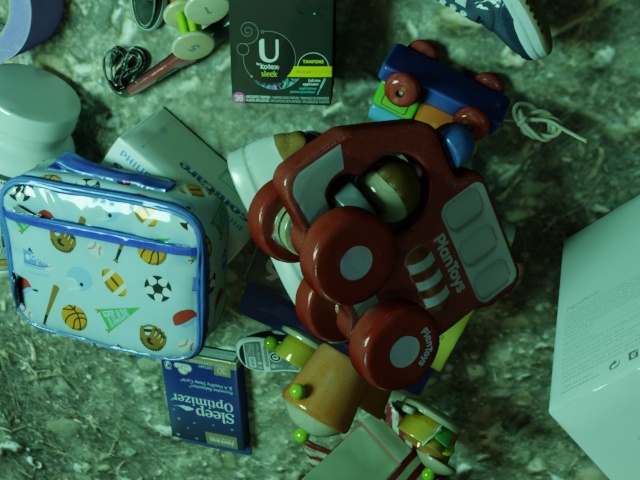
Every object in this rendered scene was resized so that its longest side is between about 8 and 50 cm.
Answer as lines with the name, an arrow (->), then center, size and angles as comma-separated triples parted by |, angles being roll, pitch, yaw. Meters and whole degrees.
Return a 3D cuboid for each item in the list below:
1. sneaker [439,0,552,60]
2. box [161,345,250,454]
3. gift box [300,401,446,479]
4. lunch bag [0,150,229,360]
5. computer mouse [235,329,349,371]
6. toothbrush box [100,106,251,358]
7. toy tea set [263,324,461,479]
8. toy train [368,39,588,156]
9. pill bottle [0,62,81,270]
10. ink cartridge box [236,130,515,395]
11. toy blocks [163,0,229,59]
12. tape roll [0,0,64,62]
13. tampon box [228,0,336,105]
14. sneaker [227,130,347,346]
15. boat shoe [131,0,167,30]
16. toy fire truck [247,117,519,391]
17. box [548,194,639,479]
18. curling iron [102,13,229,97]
sneaker -> 0.124, -0.289, 0.899 | 0.153, 0.099, 0.282 | -32, 98, 26
box -> -0.189, 0.275, 1.377 | 0.136, 0.036, 0.225 | 7, 122, 15
gift box -> 0.049, 0.417, 1.251 | 0.276, 0.258, 0.255 | 51, 126, 11
lunch bag -> -0.270, 0.017, 1.060 | 0.303, 0.115, 0.243 | 11, 119, 12
computer mouse -> -0.033, 0.165, 1.257 | 0.192, 0.042, 0.106 | 4, 125, 11
toothbrush box -> -0.243, -0.005, 1.178 | 0.216, 0.126, 0.295 | 40, 124, -5
toy tea set -> 0.064, 0.246, 1.114 | 0.336, 0.200, 0.124 | 33, 83, -15
toy train -> 0.171, -0.121, 0.987 | 0.248, 0.105, 0.143 | 27, 134, 2
pill bottle -> -0.445, -0.101, 1.172 | 0.162, 0.162, 0.278 | 32, 124, -1
ink cartridge box -> 0.058, 0.051, 1.120 | 0.303, 0.072, 0.307 | 24, 114, 3
toy blocks -> -0.159, -0.313, 0.992 | 0.054, 0.148, 0.123 | -4, 157, -25
tape roll -> -0.441, -0.334, 1.085 | 0.189, 0.080, 0.189 | 9, 122, 14
tampon box -> -0.042, -0.252, 0.964 | 0.120, 0.101, 0.161 | 1, 120, 2
sneaker -> 0.000, 0.000, 1.023 | 0.123, 0.106, 0.290 | -24, 112, 7
boat shoe -> -0.219, -0.330, 1.032 | 0.049, 0.040, 0.142 | 17, 123, 9
toy fire truck -> 0.083, -0.004, 0.917 | 0.169, 0.254, 0.302 | 32, 154, 57
box -> 0.388, 0.114, 0.892 | 0.168, 0.345, 0.215 | -37, 102, 32
curling iron -> -0.177, -0.255, 1.064 | 0.274, 0.035, 0.068 | -17, 111, 27
